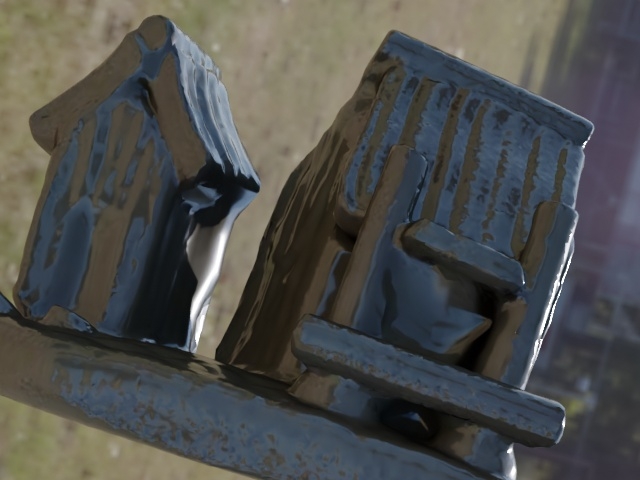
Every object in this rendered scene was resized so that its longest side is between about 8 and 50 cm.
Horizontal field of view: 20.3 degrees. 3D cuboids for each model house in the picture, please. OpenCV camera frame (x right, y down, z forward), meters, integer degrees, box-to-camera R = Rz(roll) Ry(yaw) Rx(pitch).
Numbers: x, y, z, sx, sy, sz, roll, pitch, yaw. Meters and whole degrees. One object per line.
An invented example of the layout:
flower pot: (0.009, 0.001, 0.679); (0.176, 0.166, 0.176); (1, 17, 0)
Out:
model house: (-0.002, 0.007, 0.636); (0.122, 0.229, 0.188); (97, 11, -68)
